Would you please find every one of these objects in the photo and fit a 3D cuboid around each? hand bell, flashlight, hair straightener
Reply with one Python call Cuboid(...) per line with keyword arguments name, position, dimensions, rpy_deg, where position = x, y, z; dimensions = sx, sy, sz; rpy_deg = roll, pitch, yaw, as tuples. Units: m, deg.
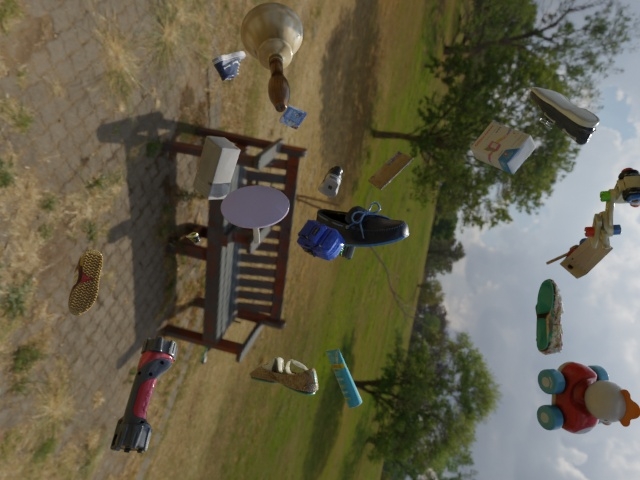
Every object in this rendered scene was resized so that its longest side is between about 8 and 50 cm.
Cuboid(name="hand bell", position=(-0.080, -0.321, 0.875), dimensions=(0.126, 0.126, 0.242), rpy_deg=(90, -8, -52))
Cuboid(name="flashlight", position=(-0.484, 0.429, 1.330), dimensions=(0.103, 0.103, 0.304), rpy_deg=(-33, -139, 38))
Cuboid(name="hair straightener", position=(0.159, -0.025, 1.974), dimensions=(0.047, 0.089, 0.231), rpy_deg=(27, 89, -37))

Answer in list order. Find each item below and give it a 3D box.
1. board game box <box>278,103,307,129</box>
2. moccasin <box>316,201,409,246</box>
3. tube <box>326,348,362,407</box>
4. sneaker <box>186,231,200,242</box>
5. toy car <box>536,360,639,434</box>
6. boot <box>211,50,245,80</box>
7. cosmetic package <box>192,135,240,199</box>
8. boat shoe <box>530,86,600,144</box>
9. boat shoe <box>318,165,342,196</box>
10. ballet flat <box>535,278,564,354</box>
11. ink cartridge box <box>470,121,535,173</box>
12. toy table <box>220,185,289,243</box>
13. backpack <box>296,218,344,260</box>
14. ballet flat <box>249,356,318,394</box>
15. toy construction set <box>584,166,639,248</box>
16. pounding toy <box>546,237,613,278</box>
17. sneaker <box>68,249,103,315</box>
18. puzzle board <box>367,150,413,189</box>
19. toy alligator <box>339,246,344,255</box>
Cuboid(name="board game box", position=(-0.119, -0.530, 2.034), dimensions=(0.090, 0.090, 0.020), rpy_deg=(-49, -145, 38))
Cuboid(name="moccasin", position=(0.108, -0.049, 1.470), dimensions=(0.137, 0.341, 0.117), rpy_deg=(-28, 112, -49))
Cuboid(name="tube", position=(0.081, 0.472, 1.635), dimensions=(0.052, 0.080, 0.207), rpy_deg=(-22, 89, -42))
Cuboid(name="sneaker", position=(-0.430, -0.007, 1.598), dimensions=(0.083, 0.031, 0.035), rpy_deg=(2, -62, 62))
Cuboid(name="toy car", position=(0.793, 0.474, 1.354), dimensions=(0.238, 0.219, 0.211), rpy_deg=(-179, -89, -70))
Cuboid(name="boot", position=(-0.339, -0.667, 1.814), dimensions=(0.190, 0.069, 0.086), rpy_deg=(-45, 117, -51))
Cuboid(name="cosmetic package", position=(-0.436, -0.303, 1.978), dimensions=(0.107, 0.127, 0.238), rpy_deg=(-10, 128, -46))
Cuboid(name="boat shoe", position=(0.681, -0.361, 1.347), dimensions=(0.255, 0.095, 0.079), rpy_deg=(-121, -152, -43))
Cuboid(name="boat shoe", position=(0.029, -0.143, 1.166), dimensions=(0.040, 0.049, 0.142), rpy_deg=(-64, -176, -13))
Cuboid(name="ballet flat", position=(0.730, 0.245, 1.496), dimensions=(0.091, 0.077, 0.241), rpy_deg=(152, -47, -68))
Cuboid(name="ink cartridge box", position=(0.450, -0.231, 1.172), dimensions=(0.089, 0.122, 0.052), rpy_deg=(-50, 131, 2))
Cuboid(name="toy table", position=(-0.273, -0.123, 1.990), dimensions=(0.161, 0.274, 0.253), rpy_deg=(124, -28, -78))
Cuboid(name="backpack", position=(0.000, 0.000, 1.365), dimensions=(0.098, 0.120, 0.101), rpy_deg=(-57, 146, -10))
Cuboid(name="ballet flat", position=(-0.088, 0.320, 1.150), dimensions=(0.073, 0.206, 0.067), rpy_deg=(13, 80, -55))
Cuboid(name="toy construction set", position=(0.863, -0.094, 1.242), dimensions=(0.215, 0.327, 0.151), rpy_deg=(59, 17, -58))
Cuboid(name="pounding toy", position=(0.800, 0.049, 1.471), dimensions=(0.130, 0.100, 0.141), rpy_deg=(-44, 161, 2))
Cuboid(name="sneaker", position=(-0.661, 0.118, 1.328), dimensions=(0.083, 0.069, 0.186), rpy_deg=(-5, -112, 54))
Cuboid(name="puzzle board", position=(0.202, -0.203, 1.373), dimensions=(0.128, 0.011, 0.096), rpy_deg=(-43, -153, 3))
Cuboid(name="toy alligator", position=(0.078, -0.035, 1.890), dimensions=(0.056, 0.051, 0.190), rpy_deg=(39, 38, -77))
